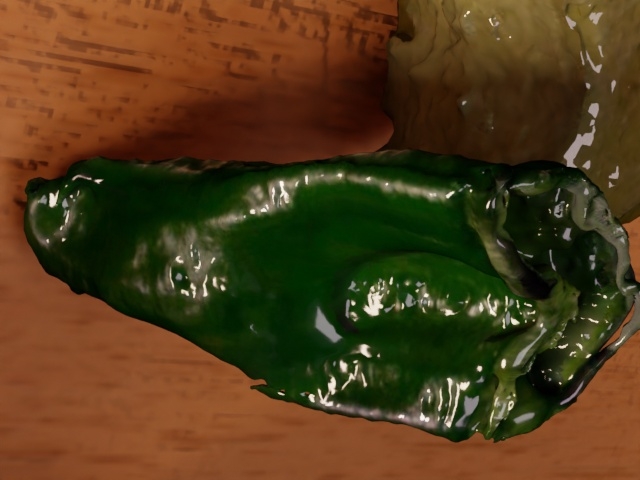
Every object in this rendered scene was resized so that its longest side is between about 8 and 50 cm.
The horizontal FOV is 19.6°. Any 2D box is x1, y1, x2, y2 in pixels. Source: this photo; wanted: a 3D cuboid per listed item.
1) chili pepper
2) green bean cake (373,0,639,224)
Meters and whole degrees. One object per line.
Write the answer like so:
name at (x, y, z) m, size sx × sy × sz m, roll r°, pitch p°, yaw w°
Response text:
chili pepper at (0.000, 0.002, 0.610) m, size 0.062 × 0.216 × 0.108 m, roll -63°, pitch 156°, yaw -50°
green bean cake at (0.085, -0.132, 0.654) m, size 0.233 × 0.124 × 0.236 m, roll -35°, pitch 132°, yaw -21°
